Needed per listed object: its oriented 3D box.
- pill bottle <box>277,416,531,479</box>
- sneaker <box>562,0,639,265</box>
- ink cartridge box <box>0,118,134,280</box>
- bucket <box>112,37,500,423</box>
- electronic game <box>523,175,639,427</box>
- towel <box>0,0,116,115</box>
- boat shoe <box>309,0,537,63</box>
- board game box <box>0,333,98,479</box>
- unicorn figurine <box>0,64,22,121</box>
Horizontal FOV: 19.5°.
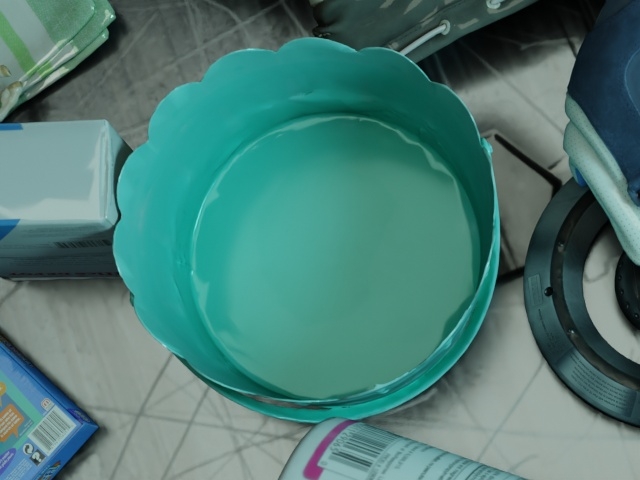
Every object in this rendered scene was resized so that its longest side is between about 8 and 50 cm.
[{"bbox_3d":[0.109,0.240,1.312,0.283,0.160,0.160,17,83,22],"label":"pill bottle"},{"bbox_3d":[0.315,-0.056,1.306,0.322,0.130,0.236,33,125,28],"label":"sneaker"},{"bbox_3d":[-0.205,-0.027,1.410,0.139,0.191,0.082,-2,79,7],"label":"ink cartridge box"},{"bbox_3d":[0.000,0.000,1.381,0.281,0.183,0.281,-1,80,8],"label":"bucket"},{"bbox_3d":[0.268,0.032,1.407,0.229,0.048,0.229,-2,72,7],"label":"electronic game"},{"bbox_3d":[-0.359,-0.167,1.535,0.325,0.038,0.248,-39,77,0],"label":"towel"},{"bbox_3d":[0.157,-0.200,1.441,0.335,0.112,0.096,-17,96,10],"label":"boat shoe"},{"bbox_3d":[-0.305,0.135,1.469,0.210,0.047,0.160,42,89,12],"label":"board game box"},{"bbox_3d":[-0.297,-0.113,1.474,0.111,0.060,0.162,-36,60,0],"label":"unicorn figurine"}]
